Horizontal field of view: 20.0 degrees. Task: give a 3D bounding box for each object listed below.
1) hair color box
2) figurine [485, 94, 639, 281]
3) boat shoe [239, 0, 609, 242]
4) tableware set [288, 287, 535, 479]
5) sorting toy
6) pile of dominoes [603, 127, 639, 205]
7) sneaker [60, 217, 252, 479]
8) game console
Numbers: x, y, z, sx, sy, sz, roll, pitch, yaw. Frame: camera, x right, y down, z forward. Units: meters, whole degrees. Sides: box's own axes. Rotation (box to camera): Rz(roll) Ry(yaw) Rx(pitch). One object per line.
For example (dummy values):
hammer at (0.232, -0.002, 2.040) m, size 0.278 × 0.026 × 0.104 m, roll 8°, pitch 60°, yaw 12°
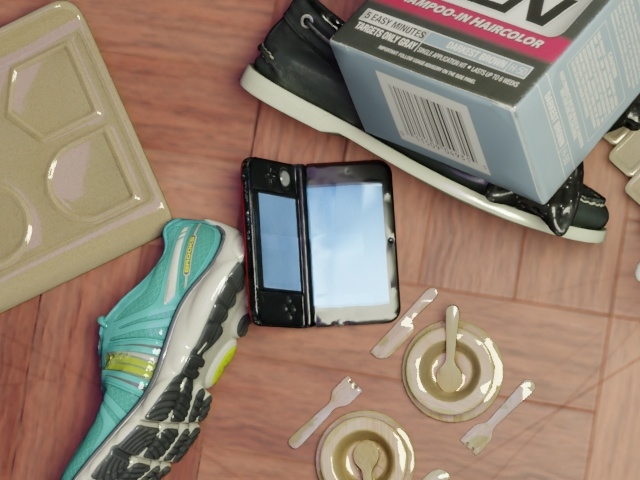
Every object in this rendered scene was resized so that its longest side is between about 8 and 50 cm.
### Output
hair color box at (0.202, -0.217, 1.426) m, size 0.185 × 0.114 × 0.374 m, roll 25°, pitch 63°, yaw 37°
figurine at (0.263, -0.057, 1.431) m, size 0.215 × 0.092 × 0.209 m, roll 29°, pitch 57°, yaw 13°
boat shoe at (0.100, -0.109, 1.523) m, size 0.340 × 0.127 × 0.113 m, roll 28°, pitch 101°, yaw 19°
tableware set at (0.075, 0.149, 1.544) m, size 0.128 × 0.039 × 0.194 m, roll 43°, pitch 91°, yaw 10°
sorting toy at (-0.309, -0.050, 1.625) m, size 0.307 × 0.041 × 0.229 m, roll -25°, pitch 86°, yaw 5°
pile of dominoes at (0.319, -0.138, 1.550) m, size 0.196 × 0.040 × 0.251 m, roll -26°, pitch 73°, yaw 5°
sneaker at (-0.147, 0.108, 1.565) m, size 0.110 × 0.107 × 0.275 m, roll 25°, pitch 82°, yaw 26°
game console at (0.000, 0.000, 1.545) m, size 0.085 × 0.124 × 0.144 m, roll -8°, pitch 82°, yaw 29°
